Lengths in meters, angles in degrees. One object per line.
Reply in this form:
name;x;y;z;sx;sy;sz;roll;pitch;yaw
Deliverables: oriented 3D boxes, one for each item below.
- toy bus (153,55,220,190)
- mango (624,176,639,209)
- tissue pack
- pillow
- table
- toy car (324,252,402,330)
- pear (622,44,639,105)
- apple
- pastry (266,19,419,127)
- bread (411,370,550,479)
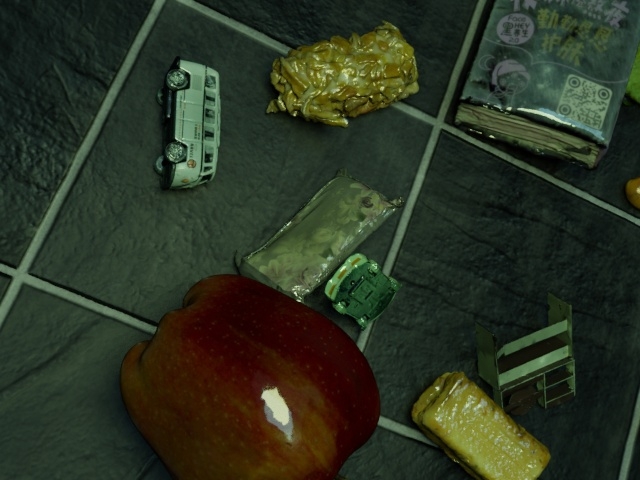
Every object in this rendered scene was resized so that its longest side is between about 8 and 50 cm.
toy bus;-0.196;-0.168;1.070;0.089;0.087;0.194;5;76;-24
mango;0.585;-0.078;1.288;0.089;0.046;0.060;37;74;-19
tissue pack;0.402;-0.328;1.217;0.259;0.122;0.361;19;73;9
pillow;0.000;0.000;1.075;0.255;0.169;0.059;-43;132;-19
table;0.329;0.191;1.148;0.146;0.062;0.175;-18;116;-18
toy car;0.058;0.073;1.055;0.058;0.186;0.093;39;90;27
pear;0.675;-0.321;1.253;0.238;0.255;0.164;28;72;-14
apple;-0.087;0.203;0.926;0.317;0.288;0.288;40;71;8
pastry;0.038;-0.251;1.140;0.250;0.102;0.154;-24;87;-20
bread;0.242;0.296;1.091;0.211;0.083;0.114;44;85;-5
